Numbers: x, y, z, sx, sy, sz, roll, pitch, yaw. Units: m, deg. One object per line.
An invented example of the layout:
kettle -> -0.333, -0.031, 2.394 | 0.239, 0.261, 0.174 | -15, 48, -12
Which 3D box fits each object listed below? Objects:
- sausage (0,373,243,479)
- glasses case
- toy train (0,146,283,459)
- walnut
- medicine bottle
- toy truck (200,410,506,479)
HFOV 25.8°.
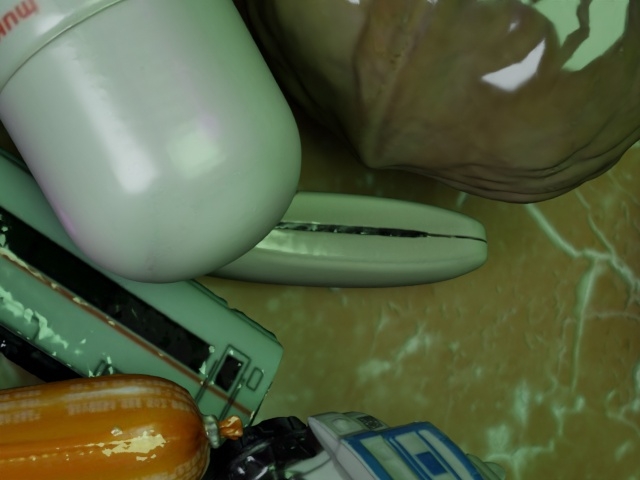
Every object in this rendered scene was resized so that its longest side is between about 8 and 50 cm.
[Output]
sausage -> -0.153, 0.105, 0.659 | 0.234, 0.071, 0.071 | -7, 88, -7
glasses case -> 0.000, 0.000, 0.800 | 0.204, 0.081, 0.051 | 4, 81, -25
toy train -> -0.204, -0.023, 0.706 | 0.407, 0.086, 0.088 | 35, 71, -17
walnut -> 0.092, -0.155, 0.776 | 0.273, 0.227, 0.273 | 0, 91, -23
medicine bottle -> -0.127, -0.137, 0.690 | 0.130, 0.130, 0.341 | -27, 83, -24
toy truck -> 0.034, 0.188, 0.723 | 0.177, 0.161, 0.213 | -10, 132, -34
